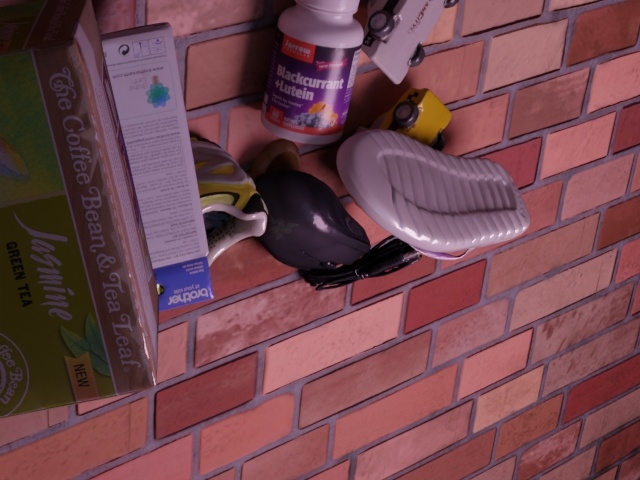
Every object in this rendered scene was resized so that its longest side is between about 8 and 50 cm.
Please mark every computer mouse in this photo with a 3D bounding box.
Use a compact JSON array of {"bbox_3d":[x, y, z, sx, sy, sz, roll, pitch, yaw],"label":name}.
[{"bbox_3d":[0.000,0.000,1.831,0.272,0.188,0.072,40,41,-44],"label":"computer mouse"}]

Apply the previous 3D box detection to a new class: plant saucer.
[{"bbox_3d":[-0.055,-0.093,1.813,0.083,0.015,0.083,-25,132,-32],"label":"plant saucer"}]

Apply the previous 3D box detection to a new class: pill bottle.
[{"bbox_3d":[-0.007,-0.226,1.696,0.108,0.108,0.194,-12,124,-41],"label":"pill bottle"}]

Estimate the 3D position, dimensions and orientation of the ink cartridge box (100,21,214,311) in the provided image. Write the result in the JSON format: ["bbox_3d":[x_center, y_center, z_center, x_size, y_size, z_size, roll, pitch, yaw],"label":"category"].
[{"bbox_3d":[-0.231,-0.068,1.500,0.185,0.065,0.311,-14,102,-21],"label":"ink cartridge box"}]

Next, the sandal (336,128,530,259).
[{"bbox_3d":[0.146,-0.040,1.832,0.102,0.169,0.416,-35,154,31],"label":"sandal"}]

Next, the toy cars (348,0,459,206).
[{"bbox_3d":[0.099,-0.216,1.836,0.176,0.087,0.394,-22,127,-40],"label":"toy cars"}]

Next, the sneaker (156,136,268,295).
[{"bbox_3d":[-0.231,0.026,1.613,0.384,0.147,0.145,-41,140,-16],"label":"sneaker"}]

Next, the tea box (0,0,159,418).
[{"bbox_3d":[-0.334,-0.023,1.256,0.323,0.220,0.329,-12,112,-2],"label":"tea box"}]
